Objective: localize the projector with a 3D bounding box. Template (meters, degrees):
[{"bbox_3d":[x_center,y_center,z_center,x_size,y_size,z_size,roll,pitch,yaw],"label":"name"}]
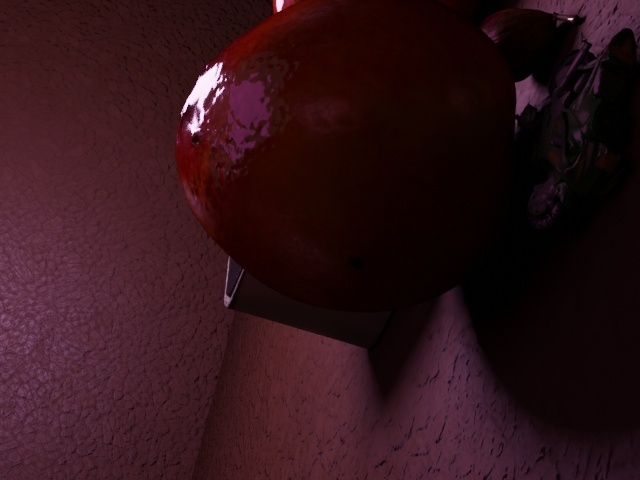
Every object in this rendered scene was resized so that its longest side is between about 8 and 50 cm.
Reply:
[{"bbox_3d":[0.000,0.000,1.239,0.248,0.249,0.249,-96,27,-62],"label":"projector"}]

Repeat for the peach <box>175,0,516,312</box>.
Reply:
[{"bbox_3d":[0.030,-0.096,0.862,0.388,0.388,0.389,-162,90,-78],"label":"peach"}]

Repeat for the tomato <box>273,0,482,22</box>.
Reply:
[{"bbox_3d":[0.102,-0.394,1.244,0.342,0.341,0.273,-65,-5,32],"label":"tomato"}]

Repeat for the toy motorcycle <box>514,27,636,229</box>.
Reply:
[{"bbox_3d":[0.243,-0.103,0.721,0.106,0.074,0.190,-18,53,64],"label":"toy motorcycle"}]

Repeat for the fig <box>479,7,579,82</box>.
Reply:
[{"bbox_3d":[0.249,-0.246,0.909,0.125,0.088,0.089,-28,40,39],"label":"fig"}]
